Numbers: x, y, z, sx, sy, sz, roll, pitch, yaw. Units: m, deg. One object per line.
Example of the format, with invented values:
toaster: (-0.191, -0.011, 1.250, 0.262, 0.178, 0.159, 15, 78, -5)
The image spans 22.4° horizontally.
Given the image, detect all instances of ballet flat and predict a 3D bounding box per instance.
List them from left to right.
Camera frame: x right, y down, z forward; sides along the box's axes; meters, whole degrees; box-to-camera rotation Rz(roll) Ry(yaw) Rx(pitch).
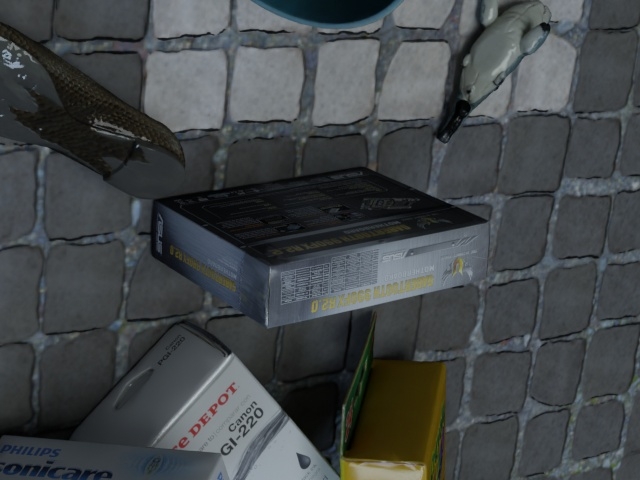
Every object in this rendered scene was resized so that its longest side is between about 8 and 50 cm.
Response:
ballet flat: (-0.205, -0.110, 1.264, 0.250, 0.058, 0.084, 29, 125, -36)

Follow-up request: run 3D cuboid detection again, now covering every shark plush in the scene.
shark plush: (0.169, -0.157, 1.527, 0.161, 0.073, 0.067, -66, 161, -2)

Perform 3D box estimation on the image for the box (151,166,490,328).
box: (0.000, 0.000, 1.375, 0.231, 0.183, 0.056, -11, 115, -34)

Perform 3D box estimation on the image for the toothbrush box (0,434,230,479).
toothbrush box: (-0.202, 0.291, 1.222, 0.283, 0.206, 0.122, -60, 144, -48)

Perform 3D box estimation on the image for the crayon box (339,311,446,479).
crayon box: (0.070, 0.252, 1.523, 0.081, 0.202, 0.319, 3, 114, 9)

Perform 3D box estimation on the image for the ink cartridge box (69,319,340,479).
ink cartridge box: (-0.098, 0.201, 1.443, 0.158, 0.092, 0.218, -48, 127, -13)

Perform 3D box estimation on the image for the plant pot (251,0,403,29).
plant pot: (0.035, -0.344, 1.226, 0.255, 0.271, 0.272, -47, 131, -31)
